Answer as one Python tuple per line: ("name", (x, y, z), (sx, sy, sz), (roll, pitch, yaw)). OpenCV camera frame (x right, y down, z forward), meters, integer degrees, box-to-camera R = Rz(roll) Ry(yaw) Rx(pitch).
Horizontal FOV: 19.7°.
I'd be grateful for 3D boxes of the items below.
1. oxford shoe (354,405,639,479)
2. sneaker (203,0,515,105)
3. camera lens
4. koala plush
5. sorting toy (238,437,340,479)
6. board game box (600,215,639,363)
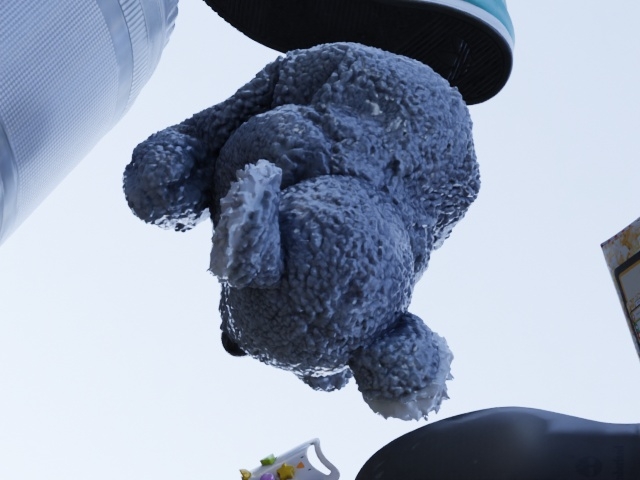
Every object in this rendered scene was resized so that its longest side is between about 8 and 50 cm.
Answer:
("oxford shoe", (0.117, 0.121, 0.828), (0.212, 0.076, 0.076), (-4, -48, 24))
("sneaker", (0.030, -0.228, 1.541), (0.295, 0.178, 0.124), (25, -60, -3))
("camera lens", (-0.241, -0.118, 1.189), (0.219, 0.274, 0.219), (17, -48, 19))
("koala plush", (0.000, 0.000, 1.060), (0.203, 0.221, 0.196), (-39, -74, 17))
("sorting toy", (-0.023, 0.204, 1.575), (0.083, 0.075, 0.045), (54, -4, 44))
("board game box", (0.248, 0.065, 1.135), (0.147, 0.045, 0.194), (133, -56, -65))
